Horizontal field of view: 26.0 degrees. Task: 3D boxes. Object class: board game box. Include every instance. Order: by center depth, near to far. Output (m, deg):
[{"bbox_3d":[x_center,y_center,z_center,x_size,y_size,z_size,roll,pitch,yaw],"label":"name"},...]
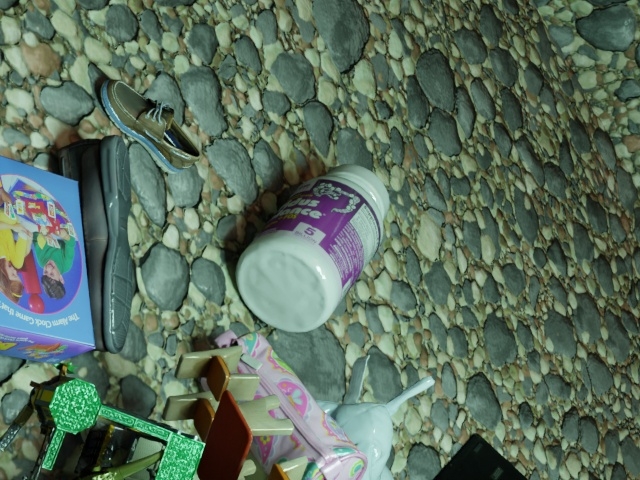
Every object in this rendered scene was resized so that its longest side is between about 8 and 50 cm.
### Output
[{"bbox_3d":[-0.427,0.005,1.658,0.347,0.078,0.233,21,54,-53],"label":"board game box"}]

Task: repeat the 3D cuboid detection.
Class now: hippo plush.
[{"bbox_3d":[0.016,0.348,2.088,0.294,0.234,0.237,-59,154,-31],"label":"hippo plush"}]

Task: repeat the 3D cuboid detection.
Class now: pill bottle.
[{"bbox_3d":[0.000,0.000,2.205,0.169,0.169,0.301,60,36,-17],"label":"pill bottle"}]

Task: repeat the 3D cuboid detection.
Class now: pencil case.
[{"bbox_3d":[-0.057,0.250,1.946,0.124,0.124,0.284,13,28,-51],"label":"pencil case"}]

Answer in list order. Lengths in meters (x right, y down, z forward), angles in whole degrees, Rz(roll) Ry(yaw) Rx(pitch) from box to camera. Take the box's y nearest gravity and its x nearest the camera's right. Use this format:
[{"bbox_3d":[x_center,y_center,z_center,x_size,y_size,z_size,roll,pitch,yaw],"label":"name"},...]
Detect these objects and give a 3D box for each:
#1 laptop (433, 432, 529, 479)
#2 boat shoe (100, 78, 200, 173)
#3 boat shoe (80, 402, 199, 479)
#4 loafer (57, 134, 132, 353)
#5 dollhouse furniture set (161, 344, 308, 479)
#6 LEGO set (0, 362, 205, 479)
[{"bbox_3d":[0.291,0.627,2.454,0.408,0.236,0.382,43,34,9],"label":"laptop"},{"bbox_3d":[-0.244,-0.176,2.037,0.183,0.066,0.066,45,42,-33],"label":"boat shoe"},{"bbox_3d":[-0.231,0.277,1.861,0.233,0.084,0.079,33,12,-34],"label":"boat shoe"},{"bbox_3d":[-0.308,0.007,1.870,0.109,0.095,0.303,62,25,-72],"label":"loafer"},{"bbox_3d":[-0.133,0.304,1.738,0.135,0.259,0.262,-4,41,-30],"label":"dollhouse furniture set"},{"bbox_3d":[-0.300,0.318,1.665,0.255,0.192,0.331,16,81,-29],"label":"LEGO set"}]
